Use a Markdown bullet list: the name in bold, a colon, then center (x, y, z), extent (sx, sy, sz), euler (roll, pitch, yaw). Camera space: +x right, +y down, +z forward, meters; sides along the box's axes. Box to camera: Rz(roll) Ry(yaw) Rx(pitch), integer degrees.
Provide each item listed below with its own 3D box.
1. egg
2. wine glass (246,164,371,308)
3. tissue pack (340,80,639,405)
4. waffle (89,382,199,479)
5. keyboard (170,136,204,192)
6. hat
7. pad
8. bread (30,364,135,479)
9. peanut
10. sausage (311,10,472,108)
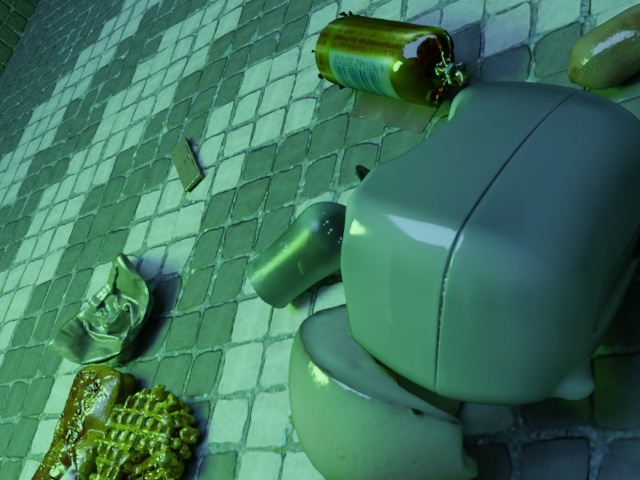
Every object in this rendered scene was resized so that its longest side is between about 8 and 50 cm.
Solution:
- **egg**: center (0.061, 0.181, 0.807), extent (0.271, 0.206, 0.162), euler (-71, -8, -73)
- **wine glass**: center (0.000, 0.000, 1.078), extent (0.231, 0.103, 0.103), euler (-38, 40, 22)
- **tissue pack**: center (0.191, -0.006, 0.724), extent (0.236, 0.229, 0.333), euler (20, 43, 28)
- **waffle**: center (-0.271, 0.319, 1.130), extent (0.193, 0.070, 0.197), euler (-53, 38, -2)
- **keyboard**: center (-0.277, -0.160, 1.550), extent (0.055, 0.017, 0.166), euler (-48, 38, 14)
- **hat**: center (-0.390, 0.133, 1.403), extent (0.214, 0.149, 0.244), euler (-52, 1, -2)
- **pad**: center (0.129, -0.234, 1.205), extent (0.187, 0.006, 0.113), euler (27, 83, 52)
- **bread**: center (-0.398, 0.340, 1.237), extent (0.139, 0.077, 0.271), euler (-4, 58, 42)
- **peanut**: center (0.371, -0.239, 0.909), extent (0.152, 0.076, 0.076), euler (-32, 43, 28)
- **sausage**: center (0.121, -0.282, 1.154), extent (0.317, 0.117, 0.125), euler (29, 97, 52)
